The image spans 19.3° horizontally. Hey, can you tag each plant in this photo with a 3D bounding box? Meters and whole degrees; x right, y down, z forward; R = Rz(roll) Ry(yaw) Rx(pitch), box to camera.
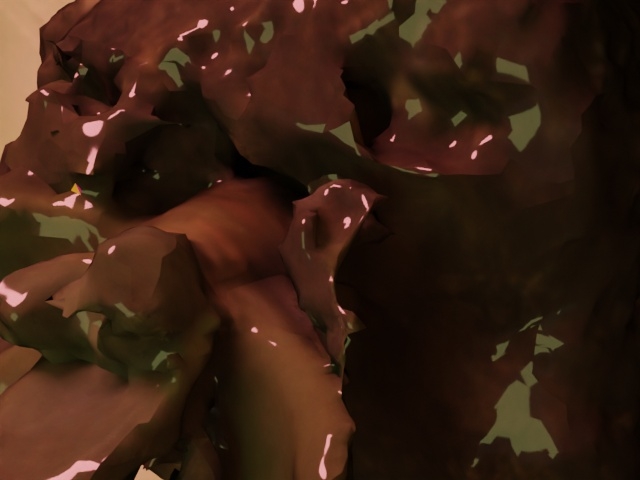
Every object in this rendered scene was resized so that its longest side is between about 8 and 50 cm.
[{"bbox_3d":[0.000,0.000,0.585,0.215,0.312,0.213,4,105,39],"label":"plant"}]
